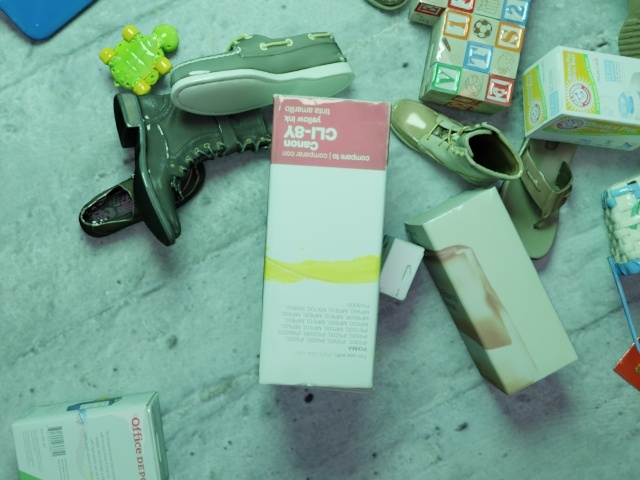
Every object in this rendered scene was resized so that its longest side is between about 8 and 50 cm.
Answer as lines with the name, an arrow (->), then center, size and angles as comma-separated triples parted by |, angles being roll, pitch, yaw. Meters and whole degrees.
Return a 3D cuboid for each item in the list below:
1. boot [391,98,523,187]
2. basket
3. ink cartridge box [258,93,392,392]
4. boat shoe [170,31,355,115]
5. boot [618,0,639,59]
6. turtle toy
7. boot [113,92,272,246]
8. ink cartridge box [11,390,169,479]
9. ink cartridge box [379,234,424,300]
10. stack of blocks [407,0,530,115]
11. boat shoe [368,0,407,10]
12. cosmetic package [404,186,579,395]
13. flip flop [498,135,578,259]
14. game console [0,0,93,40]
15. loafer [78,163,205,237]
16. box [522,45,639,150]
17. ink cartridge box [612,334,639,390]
boot -> 0.206, -0.158, 1.114 | 0.213, 0.165, 0.077 | 35, 91, -4
basket -> 0.572, 0.020, 1.117 | 0.255, 0.201, 0.288 | -24, 86, 14
ink cartridge box -> 0.000, 0.000, 1.054 | 0.161, 0.279, 0.384 | 3, 93, -3
boat shoe -> -0.092, -0.258, 1.083 | 0.305, 0.109, 0.091 | -14, 77, -32
boot -> 0.576, -0.394, 1.156 | 0.207, 0.090, 0.248 | -31, 122, -20
turtle toy -> -0.275, -0.288, 1.129 | 0.130, 0.066, 0.095 | -45, 96, 0
boot -> -0.176, -0.137, 1.098 | 0.229, 0.091, 0.262 | -13, 84, -25
ink cartridge box -> -0.360, 0.337, 1.149 | 0.213, 0.093, 0.154 | -8, 95, -1
ink cartridge box -> 0.117, 0.041, 1.142 | 0.052, 0.122, 0.088 | 22, 92, -4
stack of blocks -> 0.231, -0.364, 1.134 | 0.171, 0.087, 0.297 | 11, 89, -5
boat shoe -> 0.059, -0.481, 1.121 | 0.095, 0.095, 0.257 | -34, 95, -1
cosmetic package -> 0.264, 0.074, 1.139 | 0.129, 0.153, 0.296 | -27, 93, -2
flip flop -> 0.368, -0.105, 1.167 | 0.112, 0.080, 0.277 | 20, 89, -8
game console -> -0.429, -0.510, 1.129 | 0.293, 0.173, 0.250 | -39, 126, 0
loafer -> -0.281, -0.066, 1.134 | 0.220, 0.078, 0.080 | -31, 94, -3
box -> 0.428, -0.216, 1.117 | 0.203, 0.103, 0.114 | 5, 77, -15
ink cartridge box -> 0.677, 0.208, 1.216 | 0.275, 0.060, 0.239 | 38, 90, -5
